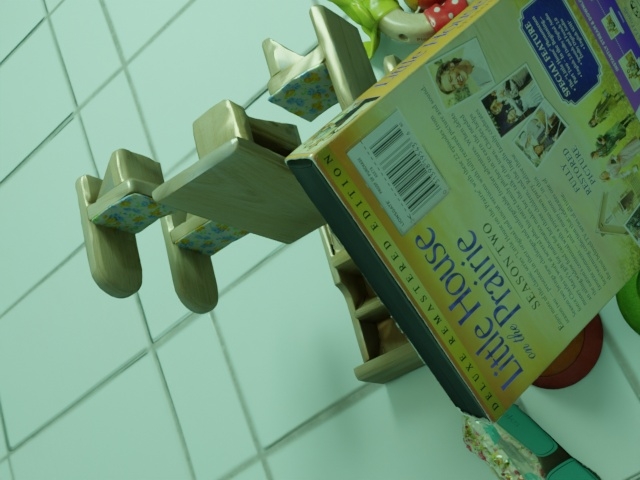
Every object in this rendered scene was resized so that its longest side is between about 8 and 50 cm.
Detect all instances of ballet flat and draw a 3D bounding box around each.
[{"bbox_3d":[0.243,0.263,1.009,0.241,0.091,0.077,49,138,38],"label":"ballet flat"}]

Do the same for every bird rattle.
[{"bbox_3d":[0.136,-0.313,1.200,0.254,0.143,0.206,14,71,35],"label":"bird rattle"}]

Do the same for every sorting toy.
[{"bbox_3d":[0.329,0.049,0.959,0.366,0.126,0.127,-27,63,29],"label":"sorting toy"}]

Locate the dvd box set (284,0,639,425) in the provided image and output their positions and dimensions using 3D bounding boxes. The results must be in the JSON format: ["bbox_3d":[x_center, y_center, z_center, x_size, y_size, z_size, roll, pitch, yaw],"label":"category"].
[{"bbox_3d":[0.209,-0.080,0.869,0.420,0.307,0.062,-42,19,-18],"label":"dvd box set"}]

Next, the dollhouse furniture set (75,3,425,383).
[{"bbox_3d":[0.000,0.000,1.043,0.362,0.394,0.256,-30,63,27],"label":"dollhouse furniture set"}]
